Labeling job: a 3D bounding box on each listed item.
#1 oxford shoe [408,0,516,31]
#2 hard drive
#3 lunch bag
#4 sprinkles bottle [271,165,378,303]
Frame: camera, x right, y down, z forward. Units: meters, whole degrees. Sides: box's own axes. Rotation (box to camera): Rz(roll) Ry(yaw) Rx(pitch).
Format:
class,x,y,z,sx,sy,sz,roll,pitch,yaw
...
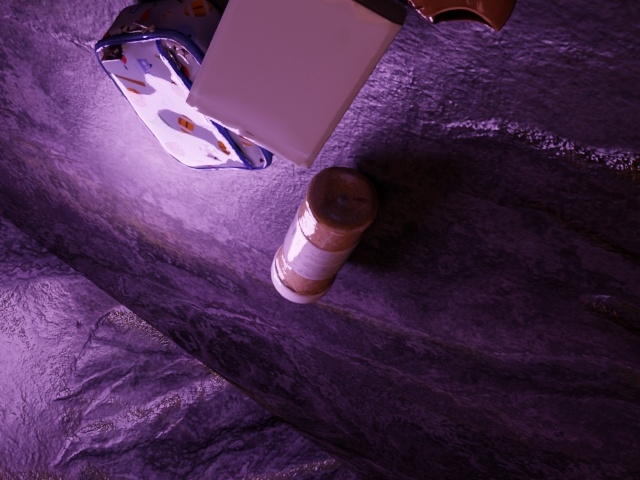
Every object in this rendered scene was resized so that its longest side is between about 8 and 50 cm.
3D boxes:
class,x,y,z,sx,sy,sz,roll,pitch,yaw
oxford shoe,0.112,-0.282,1.033,0.212,0.076,0.076,23,-172,25
hard drive,-0.043,-0.237,1.247,0.203,0.040,0.307,28,142,-7
lunch bag,-0.193,-0.236,1.453,0.243,0.115,0.303,6,145,40
sprinkles bottle,0.000,0.000,1.635,0.121,0.121,0.355,32,155,1
